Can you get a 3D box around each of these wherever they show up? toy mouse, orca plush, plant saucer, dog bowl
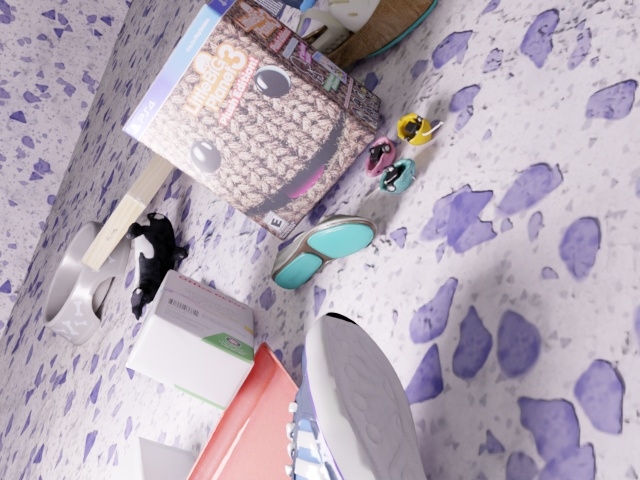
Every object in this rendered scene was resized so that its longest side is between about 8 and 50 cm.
[{"bbox_3d":[0.099,-0.103,0.994,0.143,0.031,0.161,-61,28,5],"label":"toy mouse"},{"bbox_3d":[-0.334,0.031,1.540,0.102,0.151,0.287,-16,25,9],"label":"orca plush"},{"bbox_3d":[-0.078,0.298,0.950,0.259,0.048,0.258,-62,28,6],"label":"plant saucer"},{"bbox_3d":[-0.641,0.105,1.999,0.349,0.102,0.349,-38,38,38],"label":"dog bowl"}]

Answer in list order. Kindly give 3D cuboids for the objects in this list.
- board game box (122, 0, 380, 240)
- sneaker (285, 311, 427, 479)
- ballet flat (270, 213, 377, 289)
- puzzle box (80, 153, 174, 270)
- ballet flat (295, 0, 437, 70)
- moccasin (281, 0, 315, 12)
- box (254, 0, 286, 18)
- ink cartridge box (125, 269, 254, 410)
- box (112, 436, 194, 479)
[{"bbox_3d":[-0.095,-0.187,1.091,0.232,0.291,0.141,-48,15,28],"label":"board game box"},{"bbox_3d":[-0.013,0.260,0.749,0.236,0.130,0.323,-40,49,26],"label":"sneaker"},{"bbox_3d":[0.000,0.000,1.038,0.213,0.072,0.068,-36,35,43],"label":"ballet flat"},{"bbox_3d":[-0.434,-0.107,1.758,0.409,0.052,0.272,-36,23,52],"label":"puzzle box"},{"bbox_3d":[0.038,-0.349,1.202,0.342,0.124,0.116,-21,50,52],"label":"ballet flat"},{"bbox_3d":[-0.075,-0.634,1.584,0.138,0.117,0.342,-54,36,35],"label":"moccasin"},{"bbox_3d":[-0.147,-0.572,1.727,0.158,0.093,0.156,-48,32,26],"label":"box"},{"bbox_3d":[-0.183,0.139,1.088,0.093,0.154,0.212,-60,12,12],"label":"ink cartridge box"},{"bbox_3d":[-0.251,0.373,1.121,0.087,0.101,0.102,-56,29,13],"label":"box"}]
